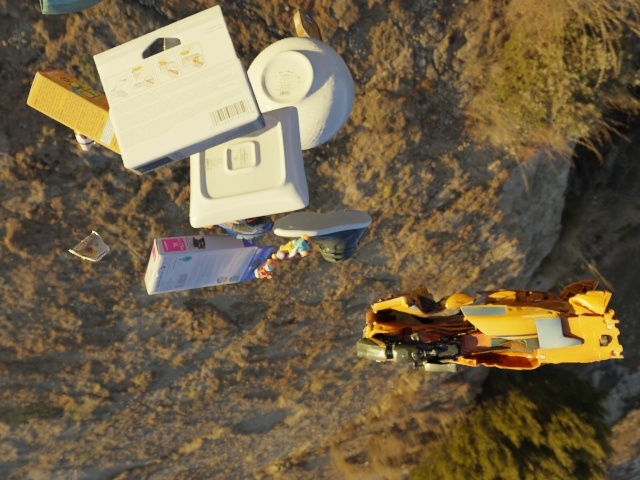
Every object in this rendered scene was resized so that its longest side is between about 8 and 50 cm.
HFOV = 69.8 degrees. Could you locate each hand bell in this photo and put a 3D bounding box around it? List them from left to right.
[{"bbox_3d":[-0.417,-0.678,1.631,0.242,0.126,0.126,5,141,-5],"label":"hand bell"}]

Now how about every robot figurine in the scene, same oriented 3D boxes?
[{"bbox_3d":[0.189,0.101,0.566,0.291,0.085,0.211,-6,178,25],"label":"robot figurine"}]

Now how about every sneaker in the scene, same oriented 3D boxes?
[{"bbox_3d":[-0.705,-0.342,1.400,0.069,0.185,0.084,3,124,-10],"label":"sneaker"},{"bbox_3d":[-0.226,-0.066,1.161,0.221,0.083,0.087,12,126,2],"label":"sneaker"},{"bbox_3d":[0.000,0.000,1.289,0.295,0.104,0.147,-6,127,-28],"label":"sneaker"}]

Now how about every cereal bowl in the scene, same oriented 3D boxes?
[{"bbox_3d":[-0.077,-0.443,1.336,0.339,0.339,0.141,-29,167,8],"label":"cereal bowl"}]

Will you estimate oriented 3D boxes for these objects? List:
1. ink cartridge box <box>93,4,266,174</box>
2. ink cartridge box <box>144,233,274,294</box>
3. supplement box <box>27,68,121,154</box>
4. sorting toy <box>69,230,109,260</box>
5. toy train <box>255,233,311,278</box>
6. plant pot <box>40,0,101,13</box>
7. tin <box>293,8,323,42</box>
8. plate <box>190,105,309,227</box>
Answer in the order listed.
[{"bbox_3d":[-0.274,-0.287,0.889,0.275,0.239,0.060,-20,171,4],"label":"ink cartridge box"},{"bbox_3d":[-0.299,0.057,1.242,0.311,0.065,0.186,-3,145,-32],"label":"ink cartridge box"},{"bbox_3d":[-0.473,-0.263,0.962,0.233,0.078,0.080,27,113,-12],"label":"supplement box"},{"bbox_3d":[-0.617,0.027,1.247,0.083,0.075,0.045,-53,157,-37],"label":"sorting toy"},{"bbox_3d":[-0.084,0.047,1.142,0.166,0.125,0.046,-27,108,40],"label":"toy train"},{"bbox_3d":[-0.743,-0.829,1.386,0.195,0.290,0.290,-7,143,-31],"label":"plant pot"},{"bbox_3d":[-0.046,-0.760,1.655,0.040,0.190,0.106,-34,137,30],"label":"tin"},{"bbox_3d":[-0.177,-0.182,1.056,0.278,0.277,0.045,-10,158,7],"label":"plate"}]
